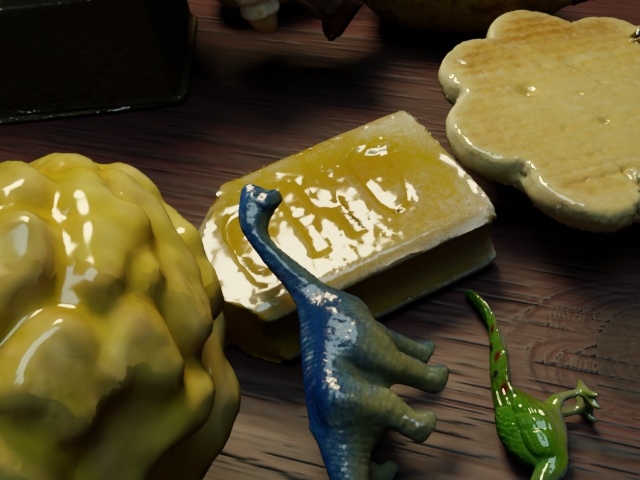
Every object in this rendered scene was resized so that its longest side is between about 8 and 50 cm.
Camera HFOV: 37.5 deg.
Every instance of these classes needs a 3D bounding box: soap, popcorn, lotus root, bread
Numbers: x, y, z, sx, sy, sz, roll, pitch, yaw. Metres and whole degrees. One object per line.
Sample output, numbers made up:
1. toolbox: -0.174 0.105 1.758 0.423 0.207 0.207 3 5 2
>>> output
1. soap: 0.000 0.000 0.795 0.257 0.080 0.160 -24 49 -15
2. popcorn: -0.195 0.130 0.561 0.349 0.382 0.349 -24 4 2
3. lotus root: 0.164 -0.281 0.998 0.260 0.128 0.145 12 14 17
4. bread: 0.253 -0.110 0.851 0.316 0.054 0.316 5 45 -5

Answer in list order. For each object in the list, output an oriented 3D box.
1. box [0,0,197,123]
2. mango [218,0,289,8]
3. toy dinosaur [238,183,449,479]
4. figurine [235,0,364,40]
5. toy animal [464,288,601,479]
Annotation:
1. box: -0.285 -0.242 1.023 0.273 0.143 0.184 -5 47 5
2. mango: -0.001 -0.427 1.125 0.221 0.199 0.384 31 71 25
3. toy dinosaur: -0.011 0.096 0.663 0.188 0.075 0.248 24 67 -6
4. figurine: -0.129 -0.330 0.916 0.206 0.365 0.218 -12 50 51
5. toy animal: 0.162 0.109 0.701 0.075 0.041 0.217 -8 42 3
